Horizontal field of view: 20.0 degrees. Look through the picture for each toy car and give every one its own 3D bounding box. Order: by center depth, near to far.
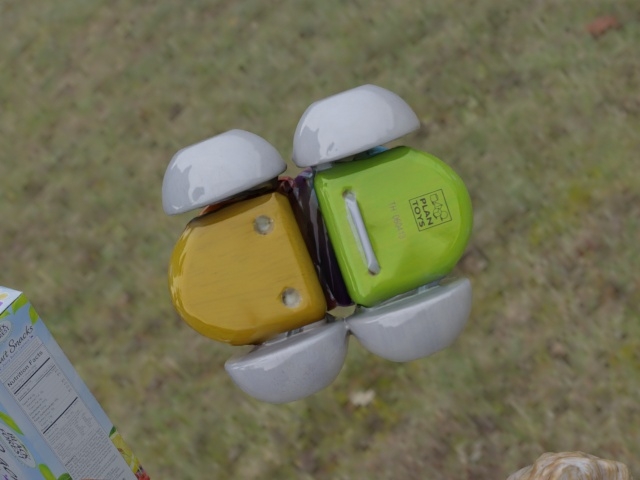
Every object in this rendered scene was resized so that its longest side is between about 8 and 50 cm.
[{"bbox_3d":[0.000,0.000,1.076,0.182,0.159,0.136,-19,4,3],"label":"toy car"}]

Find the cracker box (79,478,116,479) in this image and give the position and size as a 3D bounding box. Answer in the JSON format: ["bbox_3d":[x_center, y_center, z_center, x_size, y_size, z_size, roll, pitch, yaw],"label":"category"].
[{"bbox_3d":[-0.115,0.272,1.012,0.067,0.232,0.155,0,28,28],"label":"cracker box"}]

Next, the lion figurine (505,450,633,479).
[{"bbox_3d":[0.173,0.283,1.085,0.142,0.392,0.240,5,70,25],"label":"lion figurine"}]

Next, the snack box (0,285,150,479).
[{"bbox_3d":[-0.247,0.117,1.381,0.174,0.207,0.070,13,53,43],"label":"snack box"}]
